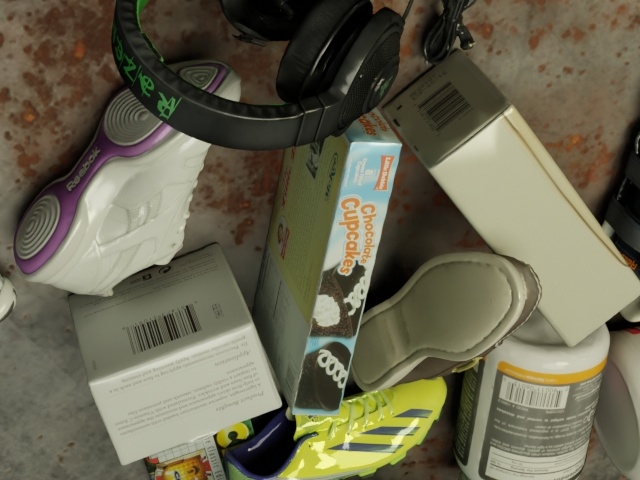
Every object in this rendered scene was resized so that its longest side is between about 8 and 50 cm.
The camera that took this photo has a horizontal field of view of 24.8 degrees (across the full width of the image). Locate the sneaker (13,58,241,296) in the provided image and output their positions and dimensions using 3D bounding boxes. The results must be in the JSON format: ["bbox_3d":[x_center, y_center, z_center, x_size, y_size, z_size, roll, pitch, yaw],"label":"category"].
[{"bbox_3d":[-0.179,-0.062,1.502,0.305,0.114,0.152,-44,136,16],"label":"sneaker"}]

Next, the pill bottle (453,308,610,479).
[{"bbox_3d":[0.246,0.211,1.754,0.162,0.162,0.278,-4,122,-16],"label":"pill bottle"}]

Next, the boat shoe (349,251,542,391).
[{"bbox_3d":[0.146,0.088,1.604,0.097,0.116,0.324,-6,162,-32],"label":"boat shoe"}]

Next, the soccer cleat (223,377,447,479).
[{"bbox_3d":[0.020,0.223,1.714,0.289,0.093,0.121,-30,122,-9],"label":"soccer cleat"}]

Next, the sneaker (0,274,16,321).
[{"bbox_3d":[-0.441,0.069,1.503,0.229,0.086,0.132,-33,120,-9],"label":"sneaker"}]

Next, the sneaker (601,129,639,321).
[{"bbox_3d":[0.399,-0.032,1.679,0.128,0.126,0.321,-19,125,-13],"label":"sneaker"}]

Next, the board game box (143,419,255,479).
[{"bbox_3d":[-0.139,0.265,1.742,0.136,0.030,0.259,-20,124,-9],"label":"board game box"}]

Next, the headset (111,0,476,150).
[{"bbox_3d":[-0.012,-0.196,1.406,0.394,0.243,0.185,-20,151,-26],"label":"headset"}]

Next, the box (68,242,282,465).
[{"bbox_3d":[-0.158,0.118,1.555,0.181,0.182,0.119,-20,122,-6],"label":"box"}]

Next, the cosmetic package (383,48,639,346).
[{"bbox_3d":[0.213,-0.044,1.593,0.113,0.160,0.309,-39,125,6],"label":"cosmetic package"}]

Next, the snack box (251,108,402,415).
[{"bbox_3d":[0.000,0.000,1.532,0.060,0.187,0.321,2,119,-19],"label":"snack box"}]

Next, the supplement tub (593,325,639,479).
[{"bbox_3d":[0.484,0.181,1.794,0.272,0.191,0.191,-11,122,-11],"label":"supplement tub"}]
